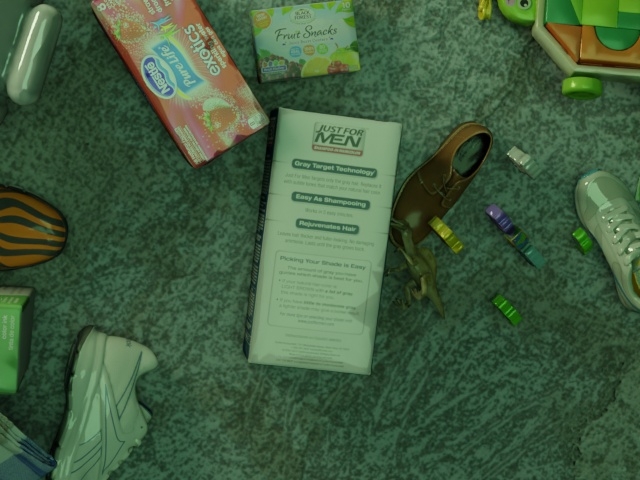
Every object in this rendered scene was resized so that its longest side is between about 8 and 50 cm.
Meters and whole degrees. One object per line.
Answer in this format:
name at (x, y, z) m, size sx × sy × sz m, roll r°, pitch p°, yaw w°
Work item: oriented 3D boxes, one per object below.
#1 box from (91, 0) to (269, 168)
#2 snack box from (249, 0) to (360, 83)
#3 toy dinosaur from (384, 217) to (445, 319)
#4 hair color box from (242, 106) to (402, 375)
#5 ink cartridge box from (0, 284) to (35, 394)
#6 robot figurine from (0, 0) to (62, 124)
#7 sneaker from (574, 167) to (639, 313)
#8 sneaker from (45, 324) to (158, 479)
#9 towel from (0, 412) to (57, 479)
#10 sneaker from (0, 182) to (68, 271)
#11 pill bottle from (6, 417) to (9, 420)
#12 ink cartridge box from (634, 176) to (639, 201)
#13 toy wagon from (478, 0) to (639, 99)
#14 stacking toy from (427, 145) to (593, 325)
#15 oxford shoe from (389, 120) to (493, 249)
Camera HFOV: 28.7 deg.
box at (-0.187, -0.232, 1.662) m, size 0.123 × 0.128 × 0.257 m, roll -33°, pitch 99°, yaw -5°
snack box at (-0.022, -0.275, 1.728) m, size 0.141 × 0.037 × 0.100 m, roll -8°, pitch 94°, yaw -8°
toy dinosaur at (0.141, 0.054, 1.734) m, size 0.092 × 0.053 × 0.183 m, roll -47°, pitch 119°, yaw -43°
hair color box at (0.000, 0.000, 1.719) m, size 0.174 × 0.105 × 0.347 m, roll 7°, pitch 94°, yaw -9°
ink cartridge box at (-0.517, 0.117, 1.602) m, size 0.278 × 0.201 × 0.117 m, roll 4°, pitch 95°, yaw -9°
robot figurine at (-0.470, -0.267, 1.580) m, size 0.300 × 0.200 × 0.353 m, roll 18°, pitch 92°, yaw 19°
sneaker at (0.442, 0.000, 1.792) m, size 0.087 × 0.092 × 0.228 m, roll -28°, pitch 97°, yaw -4°
sneaker at (-0.299, 0.269, 1.699) m, size 0.129 × 0.111 × 0.297 m, roll 12°, pitch 94°, yaw -15°
towel at (-0.491, 0.249, 1.537) m, size 0.209 × 0.034 × 0.285 m, roll -34°, pitch 121°, yaw 16°
sneaker at (-0.489, -0.023, 1.606) m, size 0.321 × 0.180 × 0.124 m, roll 9°, pitch 93°, yaw -9°
pill bottle at (-0.537, 0.275, 1.649) m, size 0.246 × 0.130 × 0.130 m, roll 2°, pitch 94°, yaw -9°
ink cartridge box at (0.534, -0.148, 1.808) m, size 0.109 × 0.062 × 0.209 m, roll 11°, pitch 93°, yaw -9°
toy wagon at (0.393, -0.329, 1.742) m, size 0.345 × 0.068 × 0.267 m, roll 5°, pitch 82°, yaw -1°
stacking toy at (0.274, -0.005, 1.773) m, size 0.167 × 0.052 × 0.221 m, roll -43°, pitch 120°, yaw -1°
oxford shoe at (0.167, -0.077, 1.754) m, size 0.076 × 0.076 × 0.212 m, roll 34°, pitch 93°, yaw -12°
